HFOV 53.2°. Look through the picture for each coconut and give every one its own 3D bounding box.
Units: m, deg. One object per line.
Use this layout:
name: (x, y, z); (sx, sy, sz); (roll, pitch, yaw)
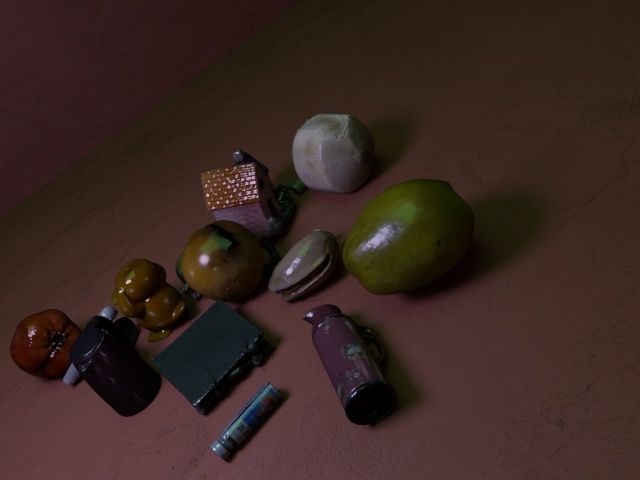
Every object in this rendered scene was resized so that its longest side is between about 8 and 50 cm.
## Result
coconut: (0.050, -0.270, 1.947); (0.247, 0.245, 0.245); (10, 52, 43)

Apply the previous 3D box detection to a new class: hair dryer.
hair dryer: (-0.090, -0.186, 2.129); (0.063, 0.038, 0.124); (-46, 29, -22)

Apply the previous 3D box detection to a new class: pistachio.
pistachio: (-0.039, 0.067, 1.691); (0.223, 0.126, 0.152); (-48, 31, -3)

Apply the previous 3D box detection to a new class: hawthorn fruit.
hawthorn fruit: (-0.858, 0.323, 1.958); (0.243, 0.207, 0.207); (-13, 38, 39)

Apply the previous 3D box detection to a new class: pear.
pear: (0.205, -0.006, 1.484); (0.307, 0.253, 0.253); (-43, 34, 7)

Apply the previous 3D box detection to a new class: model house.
model house: (-0.215, -0.155, 1.978); (0.202, 0.237, 0.237); (-6, 34, 27)

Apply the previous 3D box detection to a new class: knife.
knife: (-0.668, 0.306, 1.868); (0.265, 0.041, 0.073); (-58, -2, 9)
knife: (-0.139, 0.075, 1.852); (0.072, 0.019, 0.245); (-34, 36, 0)

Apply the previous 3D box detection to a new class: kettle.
kettle: (-0.538, 0.316, 1.674); (0.144, 0.232, 0.202); (-19, 36, 17)

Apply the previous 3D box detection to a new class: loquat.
loquat: (-0.270, 0.060, 1.789); (0.235, 0.235, 0.235); (-21, 36, 16)

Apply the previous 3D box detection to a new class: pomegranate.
pomegranate: (-0.367, 0.094, 1.915); (0.129, 0.129, 0.159); (-30, 45, 3)

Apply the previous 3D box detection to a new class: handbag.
handbag: (-0.276, 0.292, 1.637); (0.247, 0.079, 0.260); (-44, 37, -16)

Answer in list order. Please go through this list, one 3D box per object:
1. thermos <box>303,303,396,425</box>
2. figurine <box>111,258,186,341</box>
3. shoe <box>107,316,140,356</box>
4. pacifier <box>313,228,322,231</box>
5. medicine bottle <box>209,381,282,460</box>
thermos: (0.065, 0.241, 1.403); (0.136, 0.109, 0.330); (-32, 34, 0)
figurine: (-0.491, 0.160, 1.835); (0.215, 0.228, 0.215); (-45, 19, 20)
shoe: (-0.564, 0.306, 1.820); (0.093, 0.108, 0.241); (-22, 32, 20)
pacifier: (0.000, 0.000, 1.785); (0.082, 0.078, 0.099); (-15, 32, -11)
medicine bottle: (-0.166, 0.404, 1.435); (0.191, 0.051, 0.051); (-46, 37, -18)
